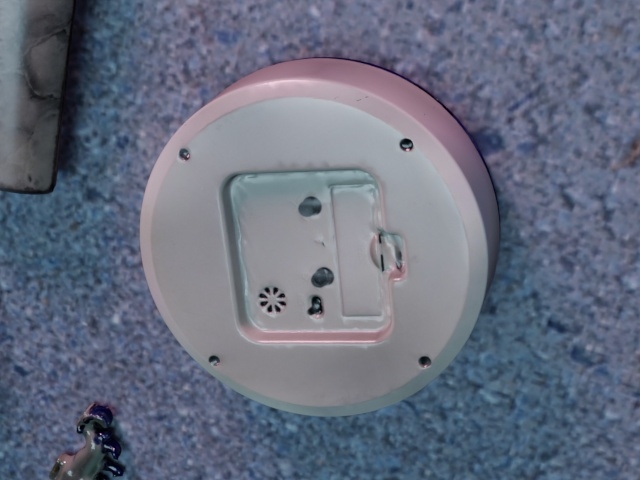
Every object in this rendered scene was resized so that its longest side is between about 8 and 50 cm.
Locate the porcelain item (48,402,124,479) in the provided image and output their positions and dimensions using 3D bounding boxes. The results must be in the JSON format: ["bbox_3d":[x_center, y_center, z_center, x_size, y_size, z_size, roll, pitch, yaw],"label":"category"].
[{"bbox_3d":[-0.176,0.195,0.895,0.075,0.021,0.136,33,114,2],"label":"porcelain item"}]

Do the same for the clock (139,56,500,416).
[{"bbox_3d":[0.000,0.000,0.751,0.231,0.083,0.230,4,111,11],"label":"clock"}]

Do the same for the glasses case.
[{"bbox_3d":[-0.207,-0.183,0.748,0.114,0.060,0.299,15,112,9],"label":"glasses case"}]
